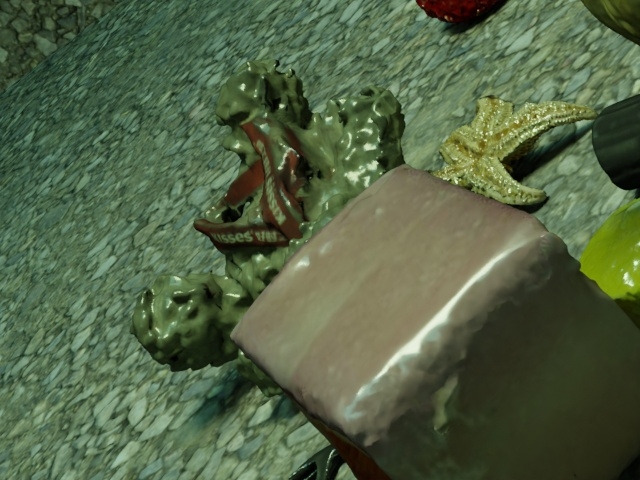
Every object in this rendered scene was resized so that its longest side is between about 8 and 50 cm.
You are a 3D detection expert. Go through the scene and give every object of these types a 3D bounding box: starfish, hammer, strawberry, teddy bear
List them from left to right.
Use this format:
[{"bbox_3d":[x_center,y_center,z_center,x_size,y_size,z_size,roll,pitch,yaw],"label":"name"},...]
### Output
[{"bbox_3d":[-0.011,0.257,1.727,0.078,0.021,0.201,-32,23,30],"label":"hammer"},{"bbox_3d":[0.000,0.000,1.948,0.367,0.224,0.357,9,75,63],"label":"teddy bear"},{"bbox_3d":[0.184,-0.331,2.400,0.145,0.086,0.145,-38,23,19],"label":"strawberry"},{"bbox_3d":[0.181,-0.091,1.985,0.216,0.071,0.238,-44,26,15],"label":"starfish"}]

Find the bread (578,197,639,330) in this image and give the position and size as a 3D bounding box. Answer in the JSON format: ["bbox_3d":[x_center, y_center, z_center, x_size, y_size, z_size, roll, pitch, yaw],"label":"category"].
[{"bbox_3d":[0.275,0.030,1.505,0.129,0.114,0.111,-14,36,52],"label":"bread"}]

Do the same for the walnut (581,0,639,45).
[{"bbox_3d":[0.361,-0.293,1.732,0.282,0.277,0.253,-163,83,-74],"label":"walnut"}]

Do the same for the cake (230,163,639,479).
[{"bbox_3d":[0.104,0.104,1.509,0.230,0.237,0.309,-46,22,-4],"label":"cake"}]

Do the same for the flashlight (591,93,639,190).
[{"bbox_3d":[0.400,-0.128,1.623,0.424,0.103,0.103,-22,30,49],"label":"flashlight"}]
